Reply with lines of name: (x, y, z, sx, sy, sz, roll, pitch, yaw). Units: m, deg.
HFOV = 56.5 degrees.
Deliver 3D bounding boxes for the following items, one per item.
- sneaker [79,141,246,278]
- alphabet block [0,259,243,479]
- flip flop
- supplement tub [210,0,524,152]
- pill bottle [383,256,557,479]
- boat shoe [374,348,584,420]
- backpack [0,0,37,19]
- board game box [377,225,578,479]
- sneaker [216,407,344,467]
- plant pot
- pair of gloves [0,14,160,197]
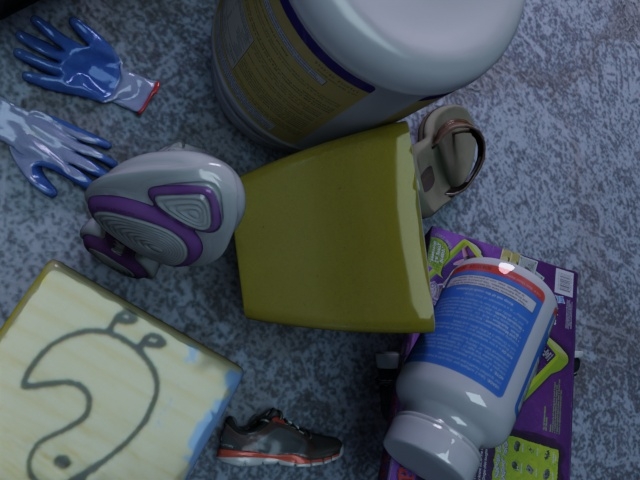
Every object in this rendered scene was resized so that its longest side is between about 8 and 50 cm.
sneaker: (-0.145, -0.051, 0.564, 0.114, 0.305, 0.152, 39, 66, -21)
alphabet block: (-0.220, 0.150, 0.570, 0.197, 0.193, 0.192, 33, 71, -17)
flip flop: (0.170, -0.111, 0.775, 0.112, 0.080, 0.277, 64, 32, -11)
supplement tub: (0.020, -0.229, 0.634, 0.241, 0.331, 0.240, 2, 84, -23)
pill bottle: (0.154, 0.136, 0.624, 0.124, 0.124, 0.221, 43, 60, -14)
boat shoe: (0.217, 0.187, 0.804, 0.303, 0.114, 0.091, 0, 84, -11)
backpack: (-0.322, -0.367, 0.577, 0.225, 0.191, 0.253, -42, 109, -24)
board game box: (0.197, 0.165, 0.714, 0.208, 0.056, 0.346, 20, 61, -7)
sneaker: (-0.043, 0.233, 0.712, 0.158, 0.061, 0.064, 8, 75, -23)
plant pot: (0.000, 0.000, 0.676, 0.187, 0.212, 0.212, -8, 90, -4)
pair of gloves: (-0.283, -0.148, 0.665, 0.159, 0.023, 0.198, 27, 74, -18)
